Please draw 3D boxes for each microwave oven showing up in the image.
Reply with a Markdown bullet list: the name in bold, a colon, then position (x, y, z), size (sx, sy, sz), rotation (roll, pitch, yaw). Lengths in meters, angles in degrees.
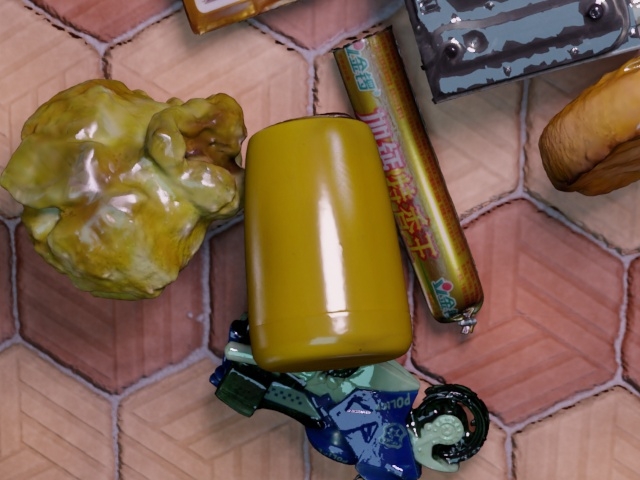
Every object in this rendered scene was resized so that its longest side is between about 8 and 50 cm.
- **microwave oven**: position (0.188, -0.347, 1.434), size (0.286, 0.218, 0.355), rotation (-14, 102, 12)

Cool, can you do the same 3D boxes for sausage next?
- **sausage**: position (0.106, -0.059, 1.603), size (0.082, 0.082, 0.371), rotation (-18, 101, 14)

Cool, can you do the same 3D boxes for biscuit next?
- **biscuit**: position (0.359, -0.141, 1.427), size (0.296, 0.296, 0.102), rotation (-24, 80, 15)

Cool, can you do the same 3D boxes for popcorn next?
- **popcorn**: position (-0.207, -0.061, 1.571), size (0.276, 0.225, 0.276), rotation (-1, 82, 7)

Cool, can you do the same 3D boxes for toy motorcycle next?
- **toy motorcycle**: position (0.028, 0.200, 1.666), size (0.331, 0.125, 0.196), rotation (27, 107, -2)

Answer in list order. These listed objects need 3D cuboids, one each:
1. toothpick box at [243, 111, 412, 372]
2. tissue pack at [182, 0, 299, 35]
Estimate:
- **toothpick box**: position (0.000, 0.000, 1.518), size (0.175, 0.175, 0.271), rotation (-9, 79, 12)
- **tissue pack**: position (-0.093, -0.361, 1.548), size (0.183, 0.092, 0.226), rotation (-17, 100, 14)
